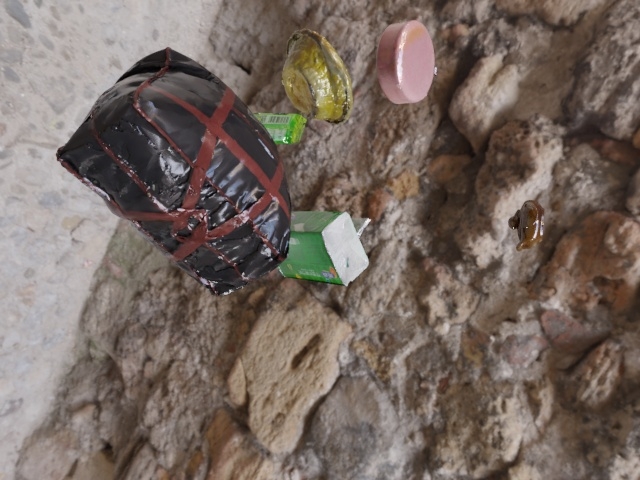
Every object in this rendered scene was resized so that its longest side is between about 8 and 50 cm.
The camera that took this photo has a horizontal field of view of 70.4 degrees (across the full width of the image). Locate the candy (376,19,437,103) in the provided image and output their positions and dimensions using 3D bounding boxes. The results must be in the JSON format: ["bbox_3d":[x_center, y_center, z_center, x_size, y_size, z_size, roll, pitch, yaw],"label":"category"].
[{"bbox_3d":[0.274,-0.554,1.424,0.255,0.094,0.255,-14,109,-49],"label":"candy"}]

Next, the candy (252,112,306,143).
[{"bbox_3d":[-0.123,-0.236,0.961,0.032,0.178,0.102,84,11,-49],"label":"candy"}]

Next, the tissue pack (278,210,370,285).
[{"bbox_3d":[0.002,0.001,1.054,0.156,0.209,0.148,-39,117,-36],"label":"tissue pack"}]

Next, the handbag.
[{"bbox_3d":[-0.122,-0.065,0.449,0.155,0.169,0.215,-29,125,20],"label":"handbag"}]

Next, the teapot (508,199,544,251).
[{"bbox_3d":[0.491,-0.035,1.087,0.098,0.078,0.129,47,53,-56],"label":"teapot"}]

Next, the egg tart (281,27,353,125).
[{"bbox_3d":[-0.032,-0.543,1.567,0.132,0.345,0.345,-35,144,-18],"label":"egg tart"}]
